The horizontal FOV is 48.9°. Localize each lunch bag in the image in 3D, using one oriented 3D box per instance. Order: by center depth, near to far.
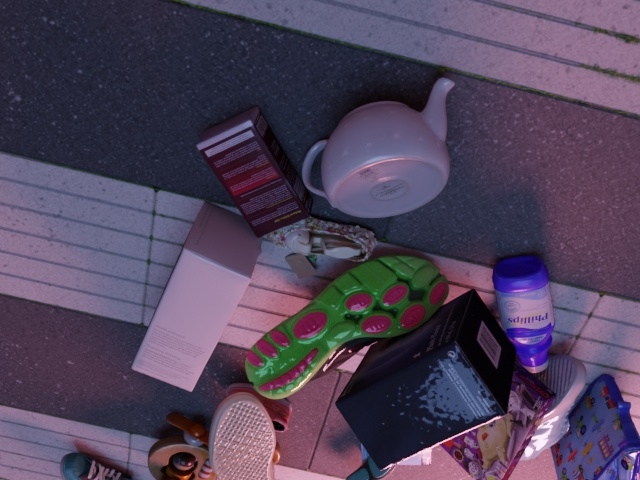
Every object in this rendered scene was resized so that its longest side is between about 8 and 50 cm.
[{"bbox_3d":[0.659,0.477,1.653,0.138,0.221,0.293,7,124,1],"label":"lunch bag"}]

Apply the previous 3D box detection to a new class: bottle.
[{"bbox_3d":[0.453,0.168,1.545,0.118,0.092,0.283,-9,122,15],"label":"bottle"}]

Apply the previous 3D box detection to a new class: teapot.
[{"bbox_3d":[0.108,-0.169,1.311,0.256,0.187,0.252,-4,152,-11],"label":"teapot"}]

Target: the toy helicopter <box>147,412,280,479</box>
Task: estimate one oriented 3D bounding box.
[{"bbox_3d":[-0.286,0.570,1.891,0.355,0.140,0.235,-5,114,-4],"label":"toy helicopter"}]

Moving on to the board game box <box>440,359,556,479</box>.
[{"bbox_3d":[0.401,0.422,1.670,0.056,0.208,0.347,-13,132,-34],"label":"board game box"}]

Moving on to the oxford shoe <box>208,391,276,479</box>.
[{"bbox_3d":[-0.191,0.535,1.753,0.169,0.130,0.449,-15,126,-11],"label":"oxford shoe"}]

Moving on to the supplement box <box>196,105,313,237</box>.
[{"bbox_3d":[-0.127,-0.133,1.417,0.130,0.073,0.239,-21,118,19],"label":"supplement box"}]

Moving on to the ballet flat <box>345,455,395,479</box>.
[{"bbox_3d":[0.145,0.604,1.845,0.068,0.072,0.213,13,134,-39],"label":"ballet flat"}]

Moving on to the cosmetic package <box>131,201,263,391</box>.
[{"bbox_3d":[-0.264,0.126,1.531,0.155,0.197,0.365,23,121,-9],"label":"cosmetic package"}]

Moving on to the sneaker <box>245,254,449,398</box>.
[{"bbox_3d":[0.053,0.175,1.561,0.483,0.202,0.185,-28,86,6],"label":"sneaker"}]

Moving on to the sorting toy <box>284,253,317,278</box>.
[{"bbox_3d":[-0.033,0.052,1.554,0.083,0.012,0.062,-14,119,38],"label":"sorting toy"}]

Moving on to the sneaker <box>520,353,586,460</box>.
[{"bbox_3d":[0.542,0.403,1.684,0.150,0.135,0.366,10,133,-21],"label":"sneaker"}]

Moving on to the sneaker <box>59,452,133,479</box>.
[{"bbox_3d":[-0.604,0.688,1.996,0.121,0.108,0.302,-21,127,17],"label":"sneaker"}]

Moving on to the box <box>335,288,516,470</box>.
[{"bbox_3d":[0.225,0.281,1.463,0.294,0.296,0.182,-34,93,24],"label":"box"}]

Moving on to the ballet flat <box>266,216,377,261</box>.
[{"bbox_3d":[0.000,0.000,1.490,0.241,0.077,0.091,4,124,4],"label":"ballet flat"}]

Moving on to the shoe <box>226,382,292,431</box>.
[{"bbox_3d":[-0.159,0.425,1.785,0.178,0.081,0.063,22,123,-9],"label":"shoe"}]

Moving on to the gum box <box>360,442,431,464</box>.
[{"bbox_3d":[0.197,0.521,1.837,0.184,0.041,0.157,-1,124,7],"label":"gum box"}]
